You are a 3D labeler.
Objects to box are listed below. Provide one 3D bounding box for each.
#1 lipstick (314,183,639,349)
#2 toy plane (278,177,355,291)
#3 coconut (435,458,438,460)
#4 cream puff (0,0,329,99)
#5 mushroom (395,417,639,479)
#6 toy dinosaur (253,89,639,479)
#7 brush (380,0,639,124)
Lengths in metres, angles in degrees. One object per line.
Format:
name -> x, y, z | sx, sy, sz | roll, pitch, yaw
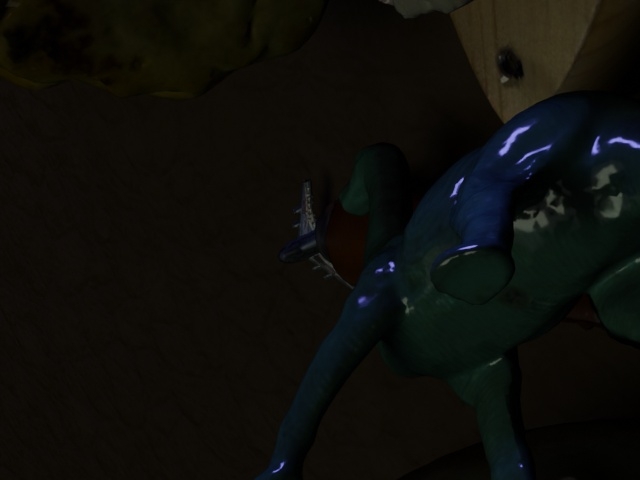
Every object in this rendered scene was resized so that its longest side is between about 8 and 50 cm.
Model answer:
lipstick -> 0.132, 0.012, 0.983 | 0.418, 0.077, 0.077 | 9, 116, 54
toy plane -> 0.000, 0.000, 1.204 | 0.083, 0.031, 0.078 | -27, 87, 57
coconut -> 0.086, 0.175, 1.142 | 0.096, 0.088, 0.088 | 10, 117, 46
cream puff -> -0.118, -0.252, 1.022 | 0.257, 0.291, 0.324 | -120, 6, -53
mushroom -> 0.102, 0.220, 0.881 | 0.362, 0.362, 0.294 | 15, 141, 51
toy dinosaur -> 0.098, -0.037, 0.856 | 0.129, 0.331, 0.383 | 35, 129, -16
brush -> 0.079, -0.158, 0.879 | 0.174, 0.166, 0.266 | 24, 130, 46
